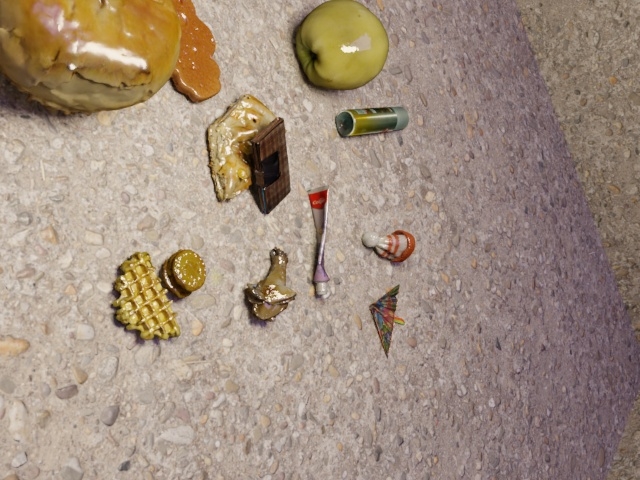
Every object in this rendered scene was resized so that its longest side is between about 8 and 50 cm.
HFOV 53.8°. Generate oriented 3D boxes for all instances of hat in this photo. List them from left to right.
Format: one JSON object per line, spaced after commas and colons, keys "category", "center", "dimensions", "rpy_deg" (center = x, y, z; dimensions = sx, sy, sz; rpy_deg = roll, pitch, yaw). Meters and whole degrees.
{"category": "hat", "center": [0.201, 0.011, 1.938], "dimensions": [0.162, 0.112, 0.094], "rpy_deg": [5, 51, -34]}

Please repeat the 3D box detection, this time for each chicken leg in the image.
{"category": "chicken leg", "center": [-0.115, 0.115, 1.604], "dimensions": [0.125, 0.080, 0.196], "rpy_deg": [45, 52, -13]}

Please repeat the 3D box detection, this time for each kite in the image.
{"category": "kite", "center": [0.206, 0.240, 1.942], "dimensions": [0.183, 0.014, 0.241], "rpy_deg": [25, 65, -42]}

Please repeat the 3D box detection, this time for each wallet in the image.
{"category": "wallet", "center": [-0.122, -0.187, 1.605], "dimensions": [0.124, 0.042, 0.230], "rpy_deg": [-52, 154, -38]}

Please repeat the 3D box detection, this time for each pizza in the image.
{"category": "pizza", "center": [-0.198, -0.234, 1.593], "dimensions": [0.189, 0.071, 0.297], "rpy_deg": [49, 57, -31]}

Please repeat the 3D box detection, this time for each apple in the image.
{"category": "apple", "center": [0.058, -0.552, 1.799], "dimensions": [0.262, 0.262, 0.263], "rpy_deg": [11, 74, -43]}

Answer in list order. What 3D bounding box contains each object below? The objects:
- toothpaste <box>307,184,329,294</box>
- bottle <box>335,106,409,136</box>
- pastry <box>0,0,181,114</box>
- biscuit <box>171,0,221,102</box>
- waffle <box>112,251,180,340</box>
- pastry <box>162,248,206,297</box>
{"category": "toothpaste", "center": [0.000, 0.000, 1.748], "dimensions": [0.048, 0.075, 0.301], "rpy_deg": [1, 84, -22]}
{"category": "bottle", "center": [0.169, -0.377, 1.981], "dimensions": [0.286, 0.082, 0.082], "rpy_deg": [-16, 93, -45]}
{"category": "pastry", "center": [-0.473, -0.432, 1.233], "dimensions": [0.409, 0.245, 0.410], "rpy_deg": [13, 70, -41]}
{"category": "biscuit", "center": [-0.350, -0.491, 1.511], "dimensions": [0.202, 0.047, 0.334], "rpy_deg": [-41, 108, -41]}
{"category": "waffle", "center": [-0.369, 0.120, 1.368], "dimensions": [0.160, 0.046, 0.192], "rpy_deg": [14, 72, -40]}
{"category": "pastry", "center": [-0.306, 0.074, 1.422], "dimensions": [0.097, 0.057, 0.109], "rpy_deg": [25, 54, -50]}
